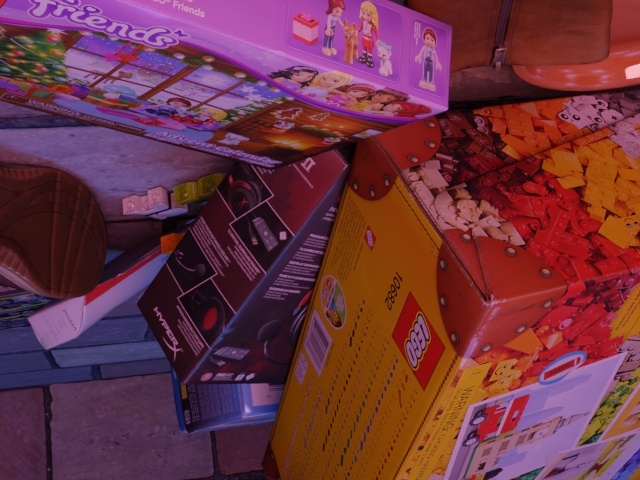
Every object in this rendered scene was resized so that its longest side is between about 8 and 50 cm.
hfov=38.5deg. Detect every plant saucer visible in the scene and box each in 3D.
[{"bbox_3d":[0.240,-0.167,0.683,0.200,0.037,0.200,-6,167,-1],"label":"plant saucer"}]

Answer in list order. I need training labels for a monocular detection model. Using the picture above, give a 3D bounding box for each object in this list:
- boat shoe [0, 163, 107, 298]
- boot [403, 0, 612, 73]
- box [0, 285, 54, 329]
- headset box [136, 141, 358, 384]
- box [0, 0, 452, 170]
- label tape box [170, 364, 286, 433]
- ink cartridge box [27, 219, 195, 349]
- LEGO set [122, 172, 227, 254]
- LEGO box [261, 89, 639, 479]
[{"bbox_3d":[-0.329,-0.018,0.866,0.123,0.123,0.342,6,174,21],"label":"boat shoe"},{"bbox_3d":[0.163,-0.157,0.497,0.264,0.096,0.280,-8,161,8],"label":"boot"},{"bbox_3d":[-0.468,0.080,1.285,0.270,0.060,0.216,-10,166,9],"label":"box"},{"bbox_3d":[0.000,0.000,0.868,0.218,0.110,0.293,10,125,-49],"label":"headset box"},{"bbox_3d":[-0.099,-0.114,0.534,0.293,0.057,0.201,12,167,-32],"label":"box"},{"bbox_3d":[-0.122,0.127,1.251,0.115,0.249,0.347,-3,167,-22],"label":"label tape box"},{"bbox_3d":[-0.229,0.047,1.113,0.224,0.056,0.181,-19,-165,43],"label":"ink cartridge box"},{"bbox_3d":[-0.096,-0.025,0.986,0.227,0.087,0.093,-14,165,30],"label":"LEGO set"},{"bbox_3d":[0.182,0.114,0.864,0.372,0.193,0.500,-10,140,-24],"label":"LEGO box"}]
